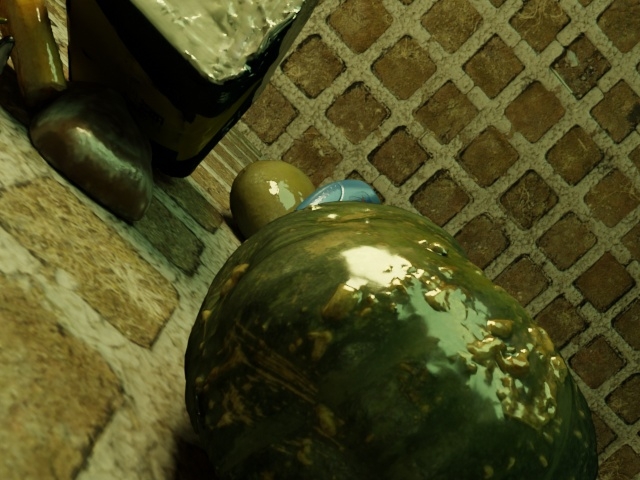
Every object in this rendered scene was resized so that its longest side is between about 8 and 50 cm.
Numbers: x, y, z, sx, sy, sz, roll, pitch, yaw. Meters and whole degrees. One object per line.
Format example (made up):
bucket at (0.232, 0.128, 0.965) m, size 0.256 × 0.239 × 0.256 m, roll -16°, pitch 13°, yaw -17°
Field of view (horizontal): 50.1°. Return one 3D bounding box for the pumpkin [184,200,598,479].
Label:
pumpkin at (0.040, 0.112, 0.517) m, size 0.291 × 0.257 × 0.328 m, roll 57°, pitch -2°, yaw -6°

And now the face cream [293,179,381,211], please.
face cream at (0.000, 0.000, 1.137) m, size 0.083 × 0.264 × 0.149 m, roll -1°, pitch -60°, yaw 44°

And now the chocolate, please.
chocolate at (-0.268, -0.133, 0.860) m, size 0.157 × 0.080 × 0.254 m, roll 42°, pitch 7°, yaw -28°

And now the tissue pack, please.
tissue pack at (-0.191, -0.292, 0.961) m, size 0.264 × 0.253 × 0.416 m, roll 43°, pitch -22°, yaw -8°

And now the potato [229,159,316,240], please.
potato at (-0.077, -0.051, 1.248) m, size 0.178 × 0.160 × 0.235 m, roll -4°, pitch 54°, yaw -31°

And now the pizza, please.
pizza at (-0.359, -0.247, 0.841) m, size 0.271 × 0.056 × 0.134 m, roll 45°, pitch -39°, yaw 47°

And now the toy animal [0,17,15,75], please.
toy animal at (-0.383, -0.214, 0.714) m, size 0.105 × 0.070 × 0.202 m, roll 12°, pitch 28°, yaw -32°
